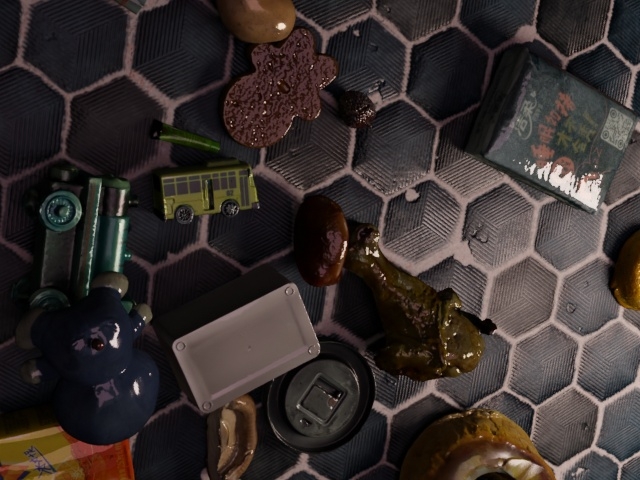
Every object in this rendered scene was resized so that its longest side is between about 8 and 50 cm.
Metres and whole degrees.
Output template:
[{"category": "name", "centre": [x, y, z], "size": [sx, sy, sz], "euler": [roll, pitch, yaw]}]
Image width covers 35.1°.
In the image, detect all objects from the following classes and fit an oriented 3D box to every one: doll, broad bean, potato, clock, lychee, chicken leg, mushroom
[{"category": "doll", "centre": [-0.353, 0.204, 1.616], "size": [0.228, 0.154, 0.259], "euler": [-29, 129, -25]}, {"category": "broad bean", "centre": [0.000, 0.000, 1.839], "size": [0.084, 0.114, 0.165], "euler": [-15, 115, -64]}, {"category": "potato", "centre": [-0.112, -0.391, 1.711], "size": [0.147, 0.112, 0.112], "euler": [20, 93, -20]}, {"category": "clock", "centre": [-0.004, 0.296, 1.936], "size": [0.226, 0.049, 0.226], "euler": [-5, 103, -21]}, {"category": "lychee", "centre": [0.066, -0.236, 1.840], "size": [0.067, 0.068, 0.083], "euler": [-30, 96, 29]}, {"category": "chicken leg", "centre": [0.154, 0.145, 1.928], "size": [0.361, 0.140, 0.212], "euler": [36, 65, -15]}, {"category": "mushroom", "centre": [-0.162, 0.357, 1.867], "size": [0.094, 0.072, 0.210], "euler": [-10, 117, -25]}]

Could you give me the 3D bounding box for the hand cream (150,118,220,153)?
[{"category": "hand cream", "centre": [-0.234, -0.177, 1.750], "size": [0.121, 0.023, 0.036], "euler": [15, 74, -24]}]

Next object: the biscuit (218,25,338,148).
[{"category": "biscuit", "centre": [-0.079, -0.267, 1.788], "size": [0.236, 0.039, 0.180], "euler": [-45, 116, -8]}]

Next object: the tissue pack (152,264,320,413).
[{"category": "tissue pack", "centre": [-0.149, 0.173, 1.799], "size": [0.246, 0.136, 0.160], "euler": [-25, 109, -16]}]

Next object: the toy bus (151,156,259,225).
[{"category": "toy bus", "centre": [-0.199, -0.088, 1.749], "size": [0.175, 0.088, 0.101], "euler": [-9, 103, -20]}]

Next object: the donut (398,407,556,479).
[{"category": "donut", "centre": [0.325, 0.512, 2.059], "size": [0.329, 0.160, 0.330], "euler": [-5, 108, -15]}]

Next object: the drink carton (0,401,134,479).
[{"category": "drink carton", "centre": [-0.505, 0.371, 1.708], "size": [0.351, 0.111, 0.155], "euler": [-11, 104, -19]}]

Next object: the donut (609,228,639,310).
[{"category": "donut", "centre": [0.718, 0.068, 2.176], "size": [0.174, 0.074, 0.190], "euler": [22, 91, -25]}]

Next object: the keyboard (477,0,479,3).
[{"category": "keyboard", "centre": [0.336, -0.624, 1.894], "size": [0.103, 0.041, 0.381], "euler": [9, 91, -23]}]

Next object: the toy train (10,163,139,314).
[{"category": "toy train", "centre": [-0.397, 0.025, 1.679], "size": [0.194, 0.120, 0.298], "euler": [4, 100, -31]}]

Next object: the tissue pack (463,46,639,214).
[{"category": "tissue pack", "centre": [0.461, -0.212, 1.993], "size": [0.315, 0.103, 0.228], "euler": [23, 90, -26]}]

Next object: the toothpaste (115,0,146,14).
[{"category": "toothpaste", "centre": [-0.375, -0.438, 1.631], "size": [0.205, 0.036, 0.056], "euler": [32, 89, -21]}]
